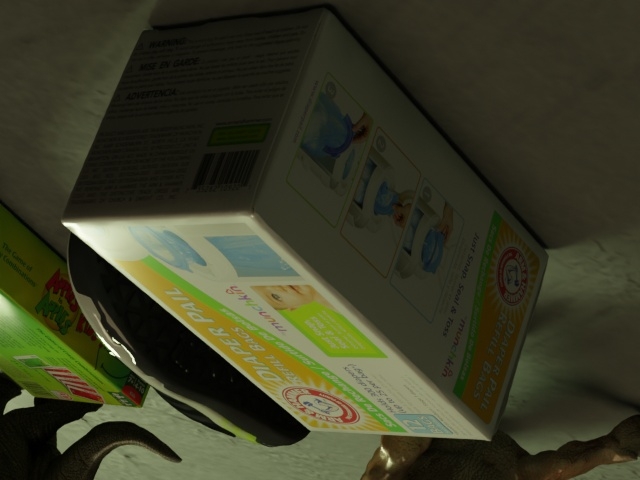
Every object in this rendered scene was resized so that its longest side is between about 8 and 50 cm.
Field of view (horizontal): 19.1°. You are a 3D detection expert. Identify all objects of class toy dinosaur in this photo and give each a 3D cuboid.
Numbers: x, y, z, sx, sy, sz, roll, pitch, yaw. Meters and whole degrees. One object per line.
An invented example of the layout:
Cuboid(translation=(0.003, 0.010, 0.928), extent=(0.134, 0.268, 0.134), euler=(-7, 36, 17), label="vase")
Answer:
Cuboid(translation=(-0.229, 0.155, 1.291), extent=(0.313, 0.160, 0.121), euler=(11, 154, 21), label="toy dinosaur")
Cuboid(translation=(0.056, 0.166, 1.031), extent=(0.127, 0.296, 0.200), euler=(39, 119, 17), label="toy dinosaur")

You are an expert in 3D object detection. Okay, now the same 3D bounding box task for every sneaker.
Cuboid(translation=(-0.089, 0.057, 1.072), extent=(0.097, 0.084, 0.234), euler=(4, 151, 35), label="sneaker")

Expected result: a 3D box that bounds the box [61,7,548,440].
Cuboid(translation=(0.000, 0.000, 0.862), extent=(0.114, 0.103, 0.203), euler=(-2, 148, 39), label="box")

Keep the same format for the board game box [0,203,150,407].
Cuboid(translation=(-0.185, 0.039, 1.157), extent=(0.092, 0.043, 0.181), euler=(2, 150, 34), label="board game box")
